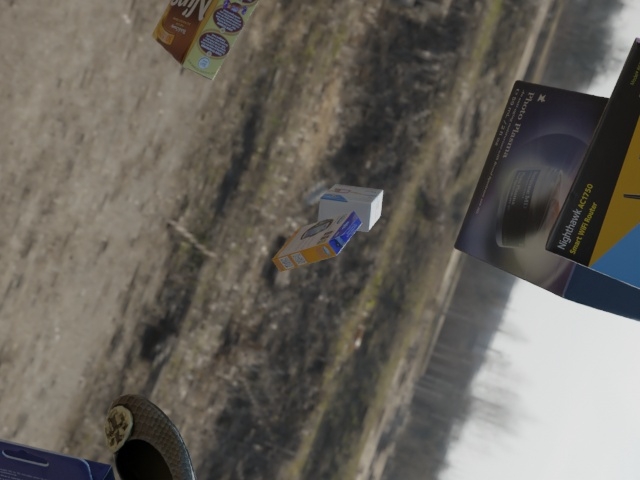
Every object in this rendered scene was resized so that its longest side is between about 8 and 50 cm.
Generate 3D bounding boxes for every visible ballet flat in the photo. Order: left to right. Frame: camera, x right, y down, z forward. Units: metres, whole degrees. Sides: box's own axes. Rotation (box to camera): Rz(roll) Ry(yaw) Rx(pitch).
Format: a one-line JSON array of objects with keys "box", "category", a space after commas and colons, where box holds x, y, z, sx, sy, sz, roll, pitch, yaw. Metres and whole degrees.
[{"box": [-0.153, 0.254, 1.051, 0.058, 0.250, 0.084, -3, 142, -45], "category": "ballet flat"}]

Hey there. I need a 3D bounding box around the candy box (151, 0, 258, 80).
[{"box": [-0.123, -0.298, 1.309, 0.187, 0.053, 0.109, -60, -141, 13], "category": "candy box"}]

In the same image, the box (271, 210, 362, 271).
[{"box": [0.000, 0.000, 1.577, 0.136, 0.028, 0.081, -15, -153, 43], "category": "box"}]

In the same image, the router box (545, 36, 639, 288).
[{"box": [0.271, -0.050, 0.847, 0.046, 0.133, 0.179, -46, 157, -67], "category": "router box"}]

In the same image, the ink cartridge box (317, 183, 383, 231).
[{"box": [0.052, -0.057, 1.841, 0.122, 0.088, 0.052, -45, 141, -73], "category": "ink cartridge box"}]

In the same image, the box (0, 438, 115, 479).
[{"box": [-0.251, 0.260, 1.035, 0.036, 0.136, 0.225, -61, 154, -47], "category": "box"}]

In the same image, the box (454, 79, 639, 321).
[{"box": [0.393, -0.070, 1.669, 0.294, 0.182, 0.296, 28, -80, 60], "category": "box"}]
